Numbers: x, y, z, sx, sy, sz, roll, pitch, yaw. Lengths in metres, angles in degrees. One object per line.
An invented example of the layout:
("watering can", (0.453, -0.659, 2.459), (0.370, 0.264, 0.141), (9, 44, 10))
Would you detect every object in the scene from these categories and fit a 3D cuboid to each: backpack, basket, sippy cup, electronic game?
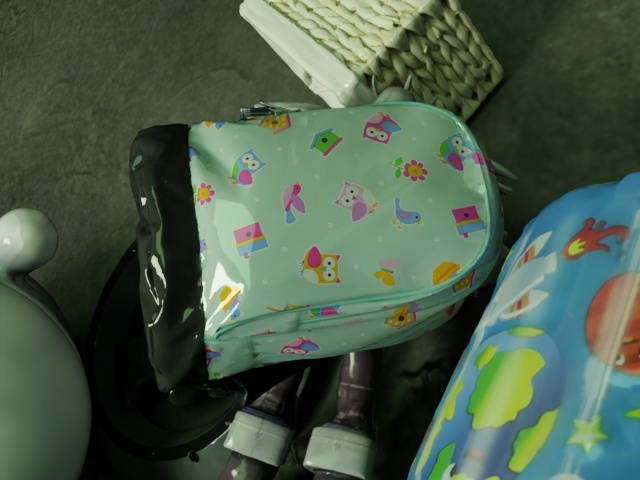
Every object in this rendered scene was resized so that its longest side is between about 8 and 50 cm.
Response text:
("backpack", (0.000, 0.000, 0.494), (0.182, 0.115, 0.151), (-6, 77, -5))
("basket", (0.037, -0.141, 0.703), (0.103, 0.113, 0.167), (-44, 44, 4))
("sippy cup", (0.135, 0.104, 0.380), (0.306, 0.240, 0.224), (5, 65, 35))
("electronic game", (-0.092, 0.072, 0.722), (0.229, 0.048, 0.229), (-14, 64, 31))

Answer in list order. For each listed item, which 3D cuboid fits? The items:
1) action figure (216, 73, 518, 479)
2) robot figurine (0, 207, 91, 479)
("action figure", (0.012, 0.031, 0.595), (0.185, 0.099, 0.284), (15, 85, 17))
("robot figurine", (-0.268, 0.111, 0.687), (0.299, 0.200, 0.353), (-67, 17, -3))
